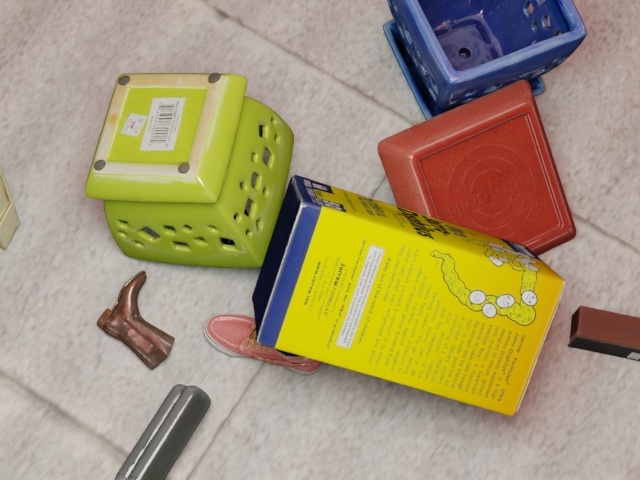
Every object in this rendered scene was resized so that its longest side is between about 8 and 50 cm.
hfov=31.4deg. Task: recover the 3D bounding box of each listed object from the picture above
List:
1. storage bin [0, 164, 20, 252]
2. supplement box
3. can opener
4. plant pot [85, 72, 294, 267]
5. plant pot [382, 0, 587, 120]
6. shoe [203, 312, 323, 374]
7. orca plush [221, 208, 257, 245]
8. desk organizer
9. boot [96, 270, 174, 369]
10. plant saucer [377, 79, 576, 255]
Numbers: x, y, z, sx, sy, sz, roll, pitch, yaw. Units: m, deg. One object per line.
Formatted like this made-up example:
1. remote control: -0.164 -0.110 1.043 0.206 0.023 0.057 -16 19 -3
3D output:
1. storage bin: -0.563 -0.078 1.544 0.260 0.262 0.123 21 65 4
2. supplement box: 0.107 0.068 1.514 0.356 0.194 0.195 17 102 -10
3. can opener: -0.230 0.324 1.524 0.093 0.074 0.280 38 67 -27
4. plant pot: -0.186 -0.109 1.586 0.227 0.207 0.228 3 65 19
5. plant pot: 0.233 -0.317 1.736 0.236 0.212 0.236 -20 70 -12
6. shoe: -0.078 0.135 1.596 0.178 0.081 0.063 19 68 3
7. orca plush: 0.000 0.000 1.647 0.287 0.102 0.151 29 69 7
8. desk organizer: 0.432 0.137 1.660 0.130 0.047 0.050 12 65 0
9. boot: -0.243 0.113 1.615 0.114 0.037 0.106 34 82 12
10. plant saucer: 0.241 -0.069 1.657 0.258 0.048 0.259 -24 105 -14
